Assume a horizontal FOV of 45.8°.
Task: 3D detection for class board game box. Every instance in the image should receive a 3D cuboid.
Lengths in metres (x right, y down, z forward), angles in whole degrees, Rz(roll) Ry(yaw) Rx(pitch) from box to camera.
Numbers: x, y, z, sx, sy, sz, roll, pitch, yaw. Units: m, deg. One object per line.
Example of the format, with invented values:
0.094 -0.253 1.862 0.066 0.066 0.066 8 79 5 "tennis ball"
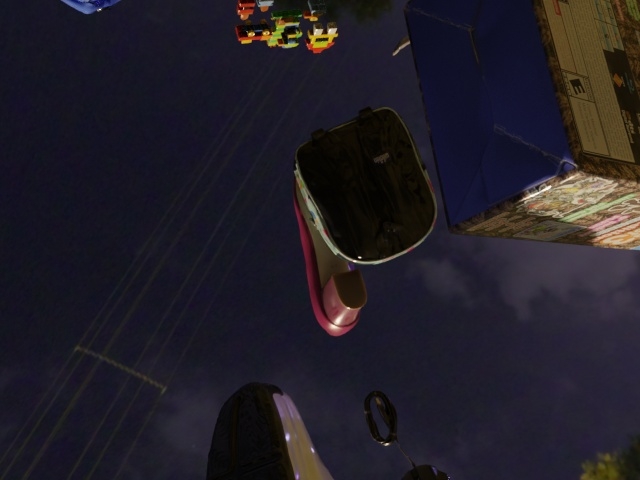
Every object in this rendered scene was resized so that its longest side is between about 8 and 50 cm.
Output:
0.247 -0.126 0.703 0.291 0.141 0.232 5 -111 -35 "board game box"

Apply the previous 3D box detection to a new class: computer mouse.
0.136 0.342 1.161 0.242 0.071 0.041 56 -161 11 "computer mouse"

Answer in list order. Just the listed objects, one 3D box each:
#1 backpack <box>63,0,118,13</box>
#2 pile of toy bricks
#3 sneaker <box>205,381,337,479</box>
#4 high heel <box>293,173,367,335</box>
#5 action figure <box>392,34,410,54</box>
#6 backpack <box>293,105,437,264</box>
-0.243 -0.290 0.788 0.098 0.101 0.120 28 -151 5 "backpack"
-0.082 -0.439 1.577 0.212 0.105 0.118 -9 -111 -19 "pile of toy bricks"
0.023 0.387 0.912 0.257 0.169 0.448 5 -117 -43 "sneaker"
0.000 0.000 1.520 0.127 0.181 0.377 -1 -115 -16 "high heel"
0.311 -0.334 1.515 0.330 0.179 0.341 33 -155 -8 "action figure"
0.084 -0.082 1.368 0.225 0.191 0.254 -25 -98 -5 "backpack"
